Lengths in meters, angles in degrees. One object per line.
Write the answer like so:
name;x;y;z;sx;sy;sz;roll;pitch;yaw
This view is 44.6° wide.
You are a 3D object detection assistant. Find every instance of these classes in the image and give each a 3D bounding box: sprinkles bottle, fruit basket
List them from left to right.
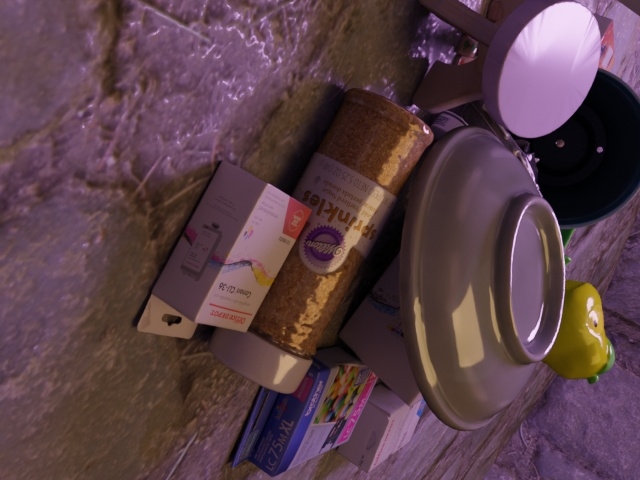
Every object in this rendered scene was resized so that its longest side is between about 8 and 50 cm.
sprinkles bottle;0.000;0.000;0.927;0.355;0.121;0.121;-62;154;0
fruit basket;0.421;0.083;1.493;0.392;0.392;0.283;-16;129;-56

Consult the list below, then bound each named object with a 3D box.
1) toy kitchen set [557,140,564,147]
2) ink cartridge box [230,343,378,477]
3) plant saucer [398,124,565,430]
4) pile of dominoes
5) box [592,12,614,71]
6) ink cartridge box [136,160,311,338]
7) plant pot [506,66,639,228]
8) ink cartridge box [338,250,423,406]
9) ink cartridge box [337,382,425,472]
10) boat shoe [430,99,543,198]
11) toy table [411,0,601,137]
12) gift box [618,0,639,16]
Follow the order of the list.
toy kitchen set;0.519;-0.252;1.723;0.083;0.075;0.068;138;-48;-65
ink cartridge box;-0.009;0.264;1.248;0.311;0.065;0.186;4;112;-60
plant saucer;0.238;0.049;1.014;0.400;0.100;0.401;0;90;-56
pile of dominoes;0.263;-0.255;1.238;0.196;0.040;0.251;-34;143;-44
box;0.495;-0.345;1.507;0.130;0.091;0.170;-60;154;-2
ink cartridge box;-0.101;0.028;0.833;0.198;0.067;0.115;-61;154;1
plant pot;0.431;-0.171;1.399;0.272;0.271;0.255;-67;170;13
ink cartridge box;0.183;0.116;1.267;0.233;0.168;0.171;-55;157;22
ink cartridge box;0.131;0.360;1.566;0.190;0.082;0.140;-10;124;-57
boat shoe;0.295;-0.112;1.225;0.102;0.108;0.301;-48;113;-5
toy table;0.246;-0.255;1.031;0.252;0.161;0.274;-52;148;3
gift box;0.560;-0.511;1.286;0.255;0.258;0.276;-42;168;-37
